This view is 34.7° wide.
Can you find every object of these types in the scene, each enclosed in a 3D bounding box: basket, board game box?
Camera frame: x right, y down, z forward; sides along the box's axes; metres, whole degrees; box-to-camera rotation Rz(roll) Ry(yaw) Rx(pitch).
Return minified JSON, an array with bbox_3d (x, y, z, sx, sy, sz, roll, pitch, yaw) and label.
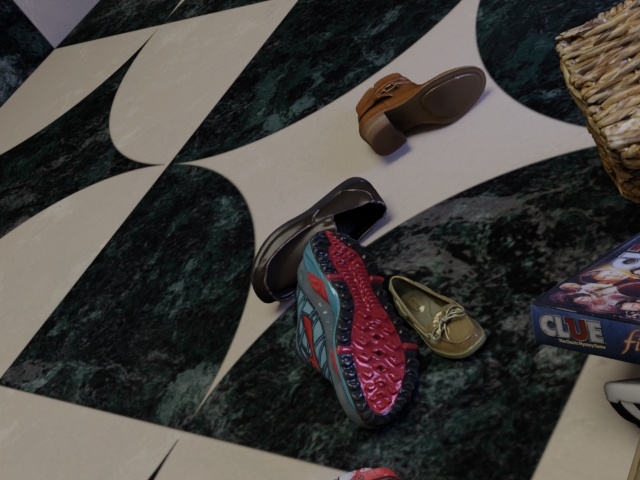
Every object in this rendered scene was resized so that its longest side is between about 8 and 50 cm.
[{"bbox_3d":[0.430,-0.148,1.046,0.299,0.223,0.213,-28,53,13],"label":"basket"},{"bbox_3d":[0.327,0.037,0.912,0.243,0.042,0.165,-27,22,-36],"label":"board game box"}]

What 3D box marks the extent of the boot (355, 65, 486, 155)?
[{"bbox_3d":[0.137,-0.214,1.493,0.197,0.073,0.152,-30,28,8],"label":"boot"}]

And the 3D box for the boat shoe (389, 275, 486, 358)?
[{"bbox_3d":[0.126,0.083,1.142,0.056,0.048,0.153,-41,32,-5],"label":"boat shoe"}]

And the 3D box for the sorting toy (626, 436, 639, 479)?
[{"bbox_3d":[0.210,0.219,0.680,0.041,0.229,0.307,17,88,19],"label":"sorting toy"}]

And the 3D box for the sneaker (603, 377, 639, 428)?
[{"bbox_3d":[0.302,0.172,0.831,0.079,0.121,0.217,-6,-5,-13],"label":"sneaker"}]

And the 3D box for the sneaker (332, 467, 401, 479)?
[{"bbox_3d":[0.087,0.259,0.919,0.270,0.090,0.145,-26,36,23],"label":"sneaker"}]

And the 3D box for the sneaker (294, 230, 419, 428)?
[{"bbox_3d":[0.032,0.117,1.176,0.262,0.104,0.125,-105,32,-43],"label":"sneaker"}]

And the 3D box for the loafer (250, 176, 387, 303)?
[{"bbox_3d":[0.000,0.000,1.343,0.220,0.080,0.078,-45,32,-12],"label":"loafer"}]
